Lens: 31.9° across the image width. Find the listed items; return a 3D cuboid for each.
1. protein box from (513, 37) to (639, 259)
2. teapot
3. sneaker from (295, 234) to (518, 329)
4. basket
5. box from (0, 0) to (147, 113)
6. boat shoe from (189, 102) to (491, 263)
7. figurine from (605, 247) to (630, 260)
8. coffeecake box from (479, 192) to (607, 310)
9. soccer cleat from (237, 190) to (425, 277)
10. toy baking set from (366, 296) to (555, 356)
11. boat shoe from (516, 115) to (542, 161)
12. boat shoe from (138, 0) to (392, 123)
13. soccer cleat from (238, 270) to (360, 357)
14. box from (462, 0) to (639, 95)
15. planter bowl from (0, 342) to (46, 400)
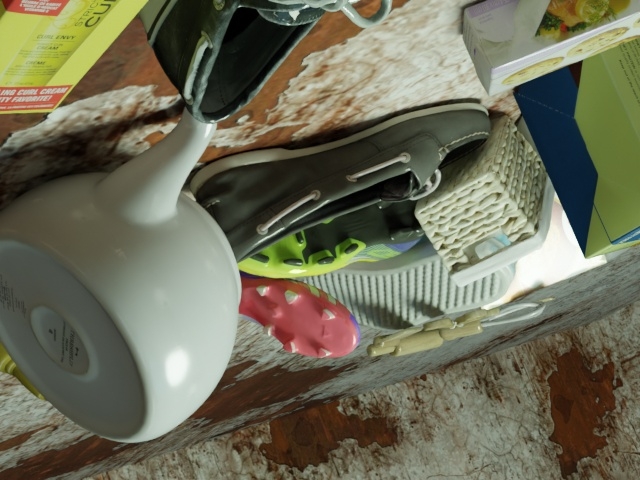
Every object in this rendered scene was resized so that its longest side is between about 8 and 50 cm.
[{"bbox_3d":[0.346,-0.111,1.156,0.201,0.199,0.136,-13,165,-30],"label":"protein box"},{"bbox_3d":[-0.160,0.041,0.982,0.256,0.252,0.187,-11,-158,47],"label":"teapot"},{"bbox_3d":[0.125,0.019,1.468,0.366,0.135,0.150,-9,-140,45],"label":"sneaker"},{"bbox_3d":[0.179,-0.048,1.220,0.113,0.103,0.167,-29,-163,28],"label":"basket"},{"bbox_3d":[-0.140,-0.150,0.611,0.087,0.058,0.232,-8,161,-45],"label":"box"},{"bbox_3d":[0.035,-0.054,1.128,0.335,0.095,0.112,-15,164,-22],"label":"boat shoe"},{"bbox_3d":[0.575,-0.057,1.922,0.209,0.092,0.215,-23,167,-11],"label":"figurine"},{"bbox_3d":[0.279,-0.006,1.539,0.186,0.142,0.068,-22,-161,2],"label":"coffeecake box"},{"bbox_3d":[0.001,0.001,1.291,0.289,0.093,0.121,-11,165,-36],"label":"soccer cleat"},{"bbox_3d":[0.190,0.117,1.493,0.256,0.030,0.197,-7,170,-40],"label":"toy baking set"},{"bbox_3d":[0.270,-0.119,1.305,0.063,0.066,0.184,-34,165,-9],"label":"boat shoe"},{"bbox_3d":[-0.014,-0.167,0.634,0.113,0.105,0.306,-9,161,-41],"label":"boat shoe"},{"bbox_3d":[-0.055,0.066,1.281,0.248,0.083,0.095,14,-158,27],"label":"soccer cleat"},{"bbox_3d":[0.280,-0.217,0.953,0.324,0.063,0.067,-21,167,0],"label":"box"},{"bbox_3d":[-0.300,0.141,1.375,0.217,0.090,0.217,-20,166,-5],"label":"planter bowl"}]
